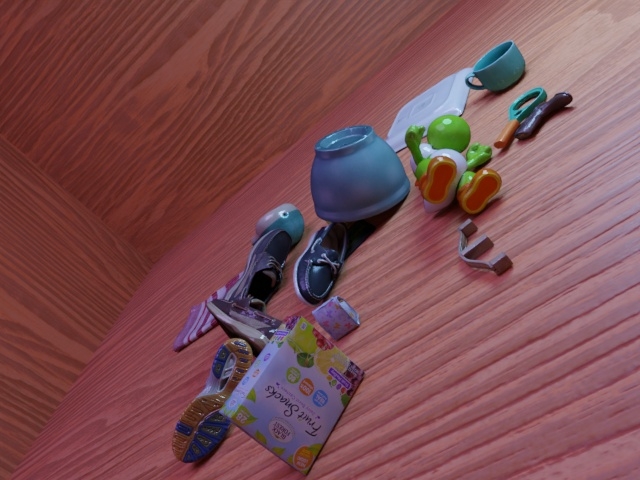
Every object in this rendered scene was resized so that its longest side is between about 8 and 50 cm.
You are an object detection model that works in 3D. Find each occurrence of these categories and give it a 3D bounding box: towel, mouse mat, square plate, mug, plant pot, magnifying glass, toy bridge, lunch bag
[{"bbox_3d":[-0.409,0.262,1.766,0.329,0.037,0.237,-35,22,24],"label":"towel"},{"bbox_3d":[0.072,0.013,1.372,0.189,0.007,0.152,-45,20,-1],"label":"mouse mat"},{"bbox_3d":[0.374,-0.464,1.683,0.344,0.049,0.347,-25,27,41],"label":"square plate"},{"bbox_3d":[0.525,-0.503,1.392,0.129,0.097,0.158,-49,19,-11],"label":"mug"},{"bbox_3d":[0.092,-0.210,1.355,0.293,0.196,0.293,-17,27,9],"label":"plant pot"},{"bbox_3d":[0.487,-0.306,1.162,0.231,0.026,0.092,-52,20,-26],"label":"magnifying glass"},{"bbox_3d":[0.296,0.016,0.895,0.063,0.026,0.188,-41,19,12],"label":"toy bridge"},{"bbox_3d":[0.034,0.164,1.024,0.071,0.083,0.053,-39,20,16],"label":"lunch bag"}]

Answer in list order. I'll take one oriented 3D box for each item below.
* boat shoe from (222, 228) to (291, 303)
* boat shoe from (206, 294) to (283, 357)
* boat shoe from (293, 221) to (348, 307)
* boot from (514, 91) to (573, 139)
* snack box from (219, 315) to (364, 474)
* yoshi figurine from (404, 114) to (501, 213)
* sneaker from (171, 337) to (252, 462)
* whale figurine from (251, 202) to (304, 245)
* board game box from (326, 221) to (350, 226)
[{"bbox_3d":[-0.174,0.115,1.503,0.130,0.132,0.355,-3,52,48],"label":"boat shoe"},{"bbox_3d":[-0.198,0.218,1.295,0.123,0.123,0.342,-41,29,-23],"label":"boat shoe"},{"bbox_3d":[0.009,0.049,1.253,0.091,0.114,0.302,-35,26,32],"label":"boat shoe"},{"bbox_3d":[0.503,-0.279,1.070,0.114,0.037,0.106,-45,6,-13],"label":"boot"},{"bbox_3d":[-0.044,0.267,0.831,0.207,0.174,0.070,-54,19,-24],"label":"snack box"},{"bbox_3d":[0.305,-0.208,1.122,0.203,0.203,0.362,-23,22,11],"label":"yoshi figurine"},{"bbox_3d":[-0.244,0.386,1.132,0.296,0.112,0.131,-61,-5,-21],"label":"sneaker"},{"bbox_3d":[-0.152,-0.019,1.730,0.216,0.141,0.272,-33,-11,-31],"label":"whale figurine"},{"bbox_3d":[0.099,-0.106,1.502,0.181,0.043,0.092,-43,20,2],"label":"board game box"}]
